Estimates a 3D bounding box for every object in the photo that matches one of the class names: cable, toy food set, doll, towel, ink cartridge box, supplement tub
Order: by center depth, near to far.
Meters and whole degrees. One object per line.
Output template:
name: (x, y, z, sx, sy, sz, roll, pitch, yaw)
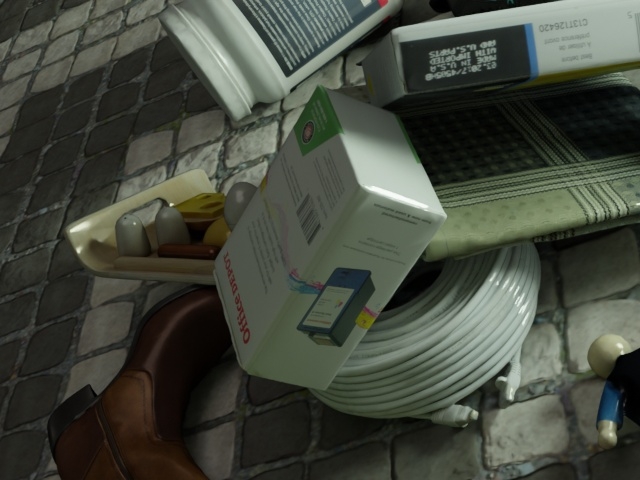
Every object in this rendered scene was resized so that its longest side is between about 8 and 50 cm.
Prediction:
doll: (0.272, 0.125, 1.041, 0.129, 0.046, 0.189, -38, 35, -6)
ink cartridge box: (0.000, 0.000, 1.143, 0.212, 0.093, 0.154, -56, 32, 27)
ink cartridge box: (0.197, -0.172, 1.211, 0.303, 0.072, 0.307, -11, 1, -3)
cable: (0.081, 0.053, 1.245, 0.257, 0.089, 0.257, -7, 43, 34)
towel: (0.187, -0.082, 1.255, 0.324, 0.056, 0.312, -9, 34, -14)
toy food set: (-0.099, -0.037, 1.421, 0.306, 0.092, 0.219, 3, 22, 41)
supplement tub: (-0.049, -0.297, 1.680, 0.272, 0.191, 0.191, -37, 35, -3)

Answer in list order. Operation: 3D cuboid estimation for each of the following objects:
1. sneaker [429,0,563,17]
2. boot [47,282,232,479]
sneaker: (0.222, -0.284, 1.549, 0.106, 0.101, 0.267, -57, 36, 6)
boot: (-0.136, 0.187, 1.263, 0.264, 0.096, 0.280, -36, 36, -3)
